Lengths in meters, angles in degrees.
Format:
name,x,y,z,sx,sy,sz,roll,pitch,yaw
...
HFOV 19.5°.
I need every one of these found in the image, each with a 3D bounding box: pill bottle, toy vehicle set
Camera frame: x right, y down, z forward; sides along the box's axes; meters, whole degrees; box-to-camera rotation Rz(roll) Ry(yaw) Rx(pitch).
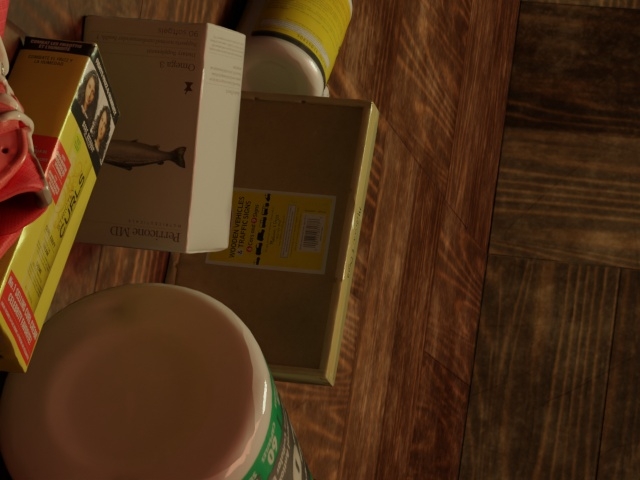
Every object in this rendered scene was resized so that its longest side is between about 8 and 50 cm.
name,x,y,z,sx,sy,sz,roll,pitch,yaw
pill bottle,-0.109,0.203,1.478,0.361,0.204,0.204,73,27,-58
pill bottle,-0.027,-0.212,1.838,0.103,0.103,0.184,82,20,-45
toy vehicle set,-0.049,-0.006,1.707,0.035,0.166,0.266,55,43,-69

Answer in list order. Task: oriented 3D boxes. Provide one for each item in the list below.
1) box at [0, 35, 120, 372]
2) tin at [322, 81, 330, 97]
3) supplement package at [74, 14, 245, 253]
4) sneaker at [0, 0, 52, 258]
name,x,y,z,sx,sy,sz,roll,pitch,yaw
box,-0.205,-0.028,1.297,0.087,0.058,0.232,79,23,-52
tin,-0.023,-0.104,2.042,0.189,0.040,0.106,-68,155,-47
supplement package,-0.129,-0.083,1.483,0.105,0.105,0.179,-5,100,-76
sneaker,-0.212,-0.057,1.100,0.116,0.136,0.313,72,27,-61
